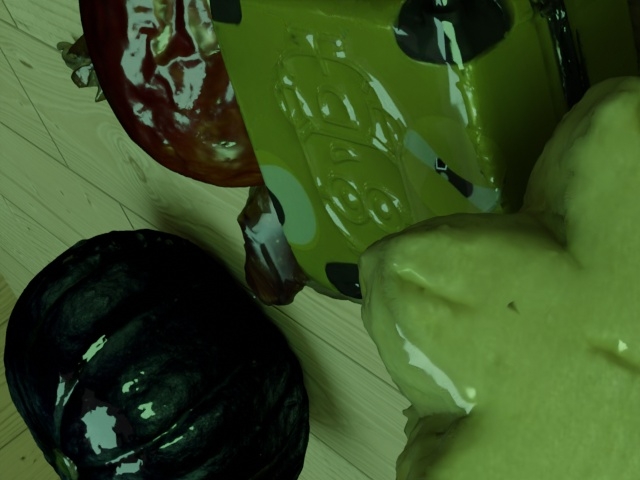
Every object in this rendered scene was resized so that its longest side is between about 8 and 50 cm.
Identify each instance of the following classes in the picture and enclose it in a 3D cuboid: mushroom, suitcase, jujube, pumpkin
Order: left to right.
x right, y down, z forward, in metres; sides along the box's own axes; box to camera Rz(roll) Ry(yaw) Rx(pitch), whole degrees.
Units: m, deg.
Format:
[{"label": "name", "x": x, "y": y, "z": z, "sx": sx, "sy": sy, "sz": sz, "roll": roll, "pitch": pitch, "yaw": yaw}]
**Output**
[{"label": "mushroom", "x": -0.225, "y": -0.170, "z": 1.423, "sx": 0.060, "sy": 0.061, "sz": 0.187, "roll": 52, "pitch": 167, "yaw": -19}, {"label": "pumpkin", "x": -0.178, "y": 0.158, "z": 1.602, "sx": 0.363, "sy": 0.266, "sz": 0.363, "roll": 47, "pitch": 158, "yaw": 25}, {"label": "jujube", "x": -0.054, "y": -0.157, "z": 0.849, "sx": 0.190, "sy": 0.190, "sz": 0.255, "roll": 40, "pitch": 143, "yaw": 34}, {"label": "suitcase", "x": 0.064, "y": -0.072, "z": 0.732, "sx": 0.194, "sy": 0.143, "sz": 0.235, "roll": 19, "pitch": 136, "yaw": 46}]

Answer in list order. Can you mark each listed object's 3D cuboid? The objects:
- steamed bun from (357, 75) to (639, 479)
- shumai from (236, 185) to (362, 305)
[{"label": "steamed bun", "x": 0.145, "y": 0.078, "z": 0.600, "sx": 0.292, "sy": 0.295, "sz": 0.137, "roll": 17, "pitch": 168, "yaw": -2}, {"label": "shumai", "x": 0.000, "y": 0.000, "z": 1.089, "sx": 0.201, "sy": 0.120, "sz": 0.201, "roll": 43, "pitch": 157, "yaw": 23}]
